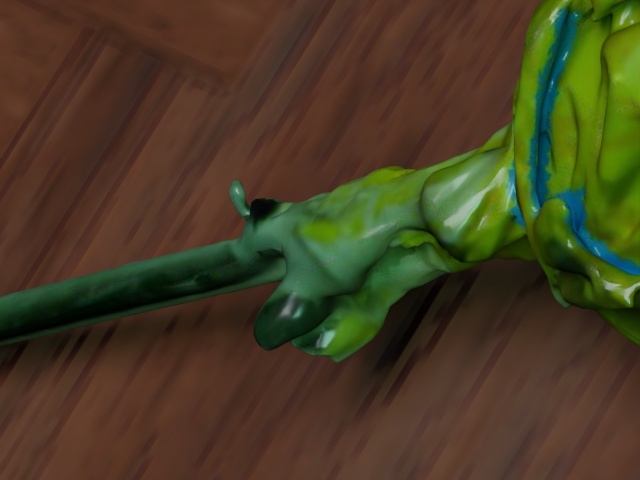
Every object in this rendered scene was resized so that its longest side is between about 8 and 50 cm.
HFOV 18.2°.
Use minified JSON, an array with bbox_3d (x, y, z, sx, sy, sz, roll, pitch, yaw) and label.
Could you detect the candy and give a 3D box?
[{"bbox_3d":[-0.001,0.002,0.374,0.262,0.073,0.077,-14,71,33],"label":"candy"}]
